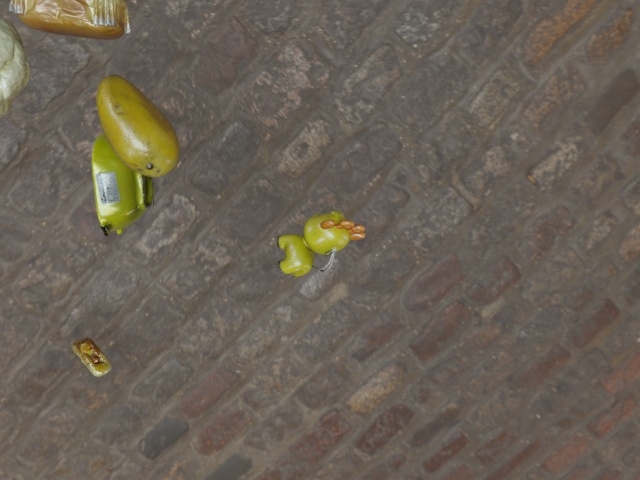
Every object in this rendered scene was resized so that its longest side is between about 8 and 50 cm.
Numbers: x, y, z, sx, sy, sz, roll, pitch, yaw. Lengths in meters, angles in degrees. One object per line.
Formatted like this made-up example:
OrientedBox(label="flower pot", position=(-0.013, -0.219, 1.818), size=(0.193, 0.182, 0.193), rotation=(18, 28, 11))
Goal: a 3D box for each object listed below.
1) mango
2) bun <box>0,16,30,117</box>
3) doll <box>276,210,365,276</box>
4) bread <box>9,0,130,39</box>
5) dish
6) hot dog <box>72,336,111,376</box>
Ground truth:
OrientedBox(label="mango", position=(-0.332, -0.205, 1.000), size=(0.098, 0.137, 0.195), rotation=(-30, 95, 19))
OrientedBox(label="bun", position=(-0.618, -0.302, 1.009), size=(0.220, 0.220, 0.134), rotation=(-36, 153, 2))
OrientedBox(label="doll", position=(0.000, 0.000, 1.328), size=(0.220, 0.135, 0.143), rotation=(-22, 152, 30))
OrientedBox(label="bread", position=(-0.585, -0.540, 1.313), size=(0.241, 0.136, 0.107), rotation=(6, 103, 2))
OrientedBox(label="dish", position=(-0.497, -0.145, 1.430), size=(0.108, 0.221, 0.263), rotation=(-2, 92, -2))
OrientedBox(label="hot dog", position=(-0.363, 0.177, 0.875), size=(0.030, 0.090, 0.034), rotation=(-30, 135, -34))
